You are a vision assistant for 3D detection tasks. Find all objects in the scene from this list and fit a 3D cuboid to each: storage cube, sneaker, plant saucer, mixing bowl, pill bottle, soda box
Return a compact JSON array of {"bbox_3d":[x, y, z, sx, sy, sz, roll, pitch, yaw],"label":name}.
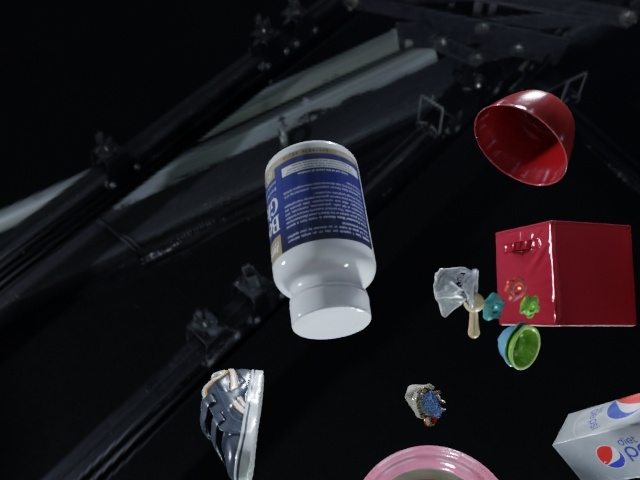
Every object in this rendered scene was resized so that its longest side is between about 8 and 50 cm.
[{"bbox_3d":[0.473,0.072,1.239,0.215,0.183,0.193,2,-97,-19],"label":"storage cube"},{"bbox_3d":[-0.185,0.371,1.281,0.127,0.126,0.321,5,-163,-4],"label":"sneaker"},{"bbox_3d":[0.212,0.562,1.196,0.332,0.084,0.332,-4,-109,13],"label":"plant saucer"},{"bbox_3d":[0.372,-0.195,1.107,0.181,0.181,0.098,33,-111,24],"label":"mixing bowl"},{"bbox_3d":[0.000,0.000,0.583,0.094,0.094,0.169,-8,-121,0],"label":"pill bottle"},{"bbox_3d":[0.527,0.311,1.023,0.098,0.286,0.091,51,-131,3],"label":"soda box"}]

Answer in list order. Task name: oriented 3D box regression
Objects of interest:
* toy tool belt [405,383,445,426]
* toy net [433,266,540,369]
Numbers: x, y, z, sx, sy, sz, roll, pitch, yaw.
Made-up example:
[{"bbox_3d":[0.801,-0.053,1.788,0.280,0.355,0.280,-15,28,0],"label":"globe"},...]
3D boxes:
[{"bbox_3d":[0.177,0.266,1.019,0.051,0.083,0.052,-22,-159,33],"label":"toy tool belt"},{"bbox_3d":[0.251,0.091,0.905,0.045,0.232,0.122,21,-103,54],"label":"toy net"}]
